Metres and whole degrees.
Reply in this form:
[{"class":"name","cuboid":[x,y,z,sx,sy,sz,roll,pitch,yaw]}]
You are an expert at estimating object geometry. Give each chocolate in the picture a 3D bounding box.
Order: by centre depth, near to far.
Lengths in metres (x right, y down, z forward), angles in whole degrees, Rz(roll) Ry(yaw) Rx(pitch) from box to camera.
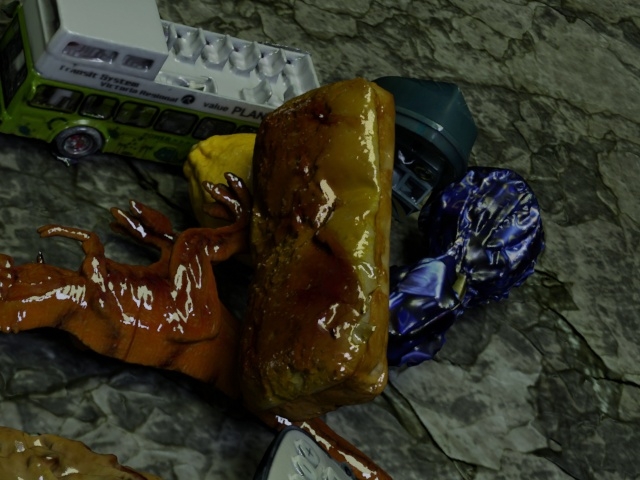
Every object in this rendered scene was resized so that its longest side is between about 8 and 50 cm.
[{"class":"chocolate","cuboid":[0.096,0.043,1.303,0.343,0.148,0.126,-42,114,-58]}]

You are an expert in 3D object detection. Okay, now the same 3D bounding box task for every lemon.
[{"class":"lemon","cuboid":[-0.052,-0.035,1.291,0.155,0.114,0.114,33,37,3]}]

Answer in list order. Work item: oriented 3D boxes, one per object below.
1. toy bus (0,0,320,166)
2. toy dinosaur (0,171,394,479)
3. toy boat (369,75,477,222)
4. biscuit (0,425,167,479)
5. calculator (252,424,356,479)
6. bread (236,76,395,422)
[{"class":"toy bus","cuboid":[-0.134,-0.139,1.318,0.302,0.139,0.113,9,46,-32]},{"class":"toy dinosaur","cuboid":[-0.098,0.051,1.182,0.432,0.097,0.208,21,49,-15]},{"class":"toy boat","cuboid":[0.067,-0.083,1.327,0.114,0.122,0.296,34,-6,-7]},{"class":"biscuit","cuboid":[-0.177,0.235,0.936,0.334,0.081,0.289,19,39,-19]},{"class":"calculator","cuboid":[0.007,0.240,1.044,0.177,0.040,0.268,51,24,-17]},{"class":"bread","cuboid":[0.001,0.001,1.140,0.077,0.139,0.270,29,53,-37]}]
